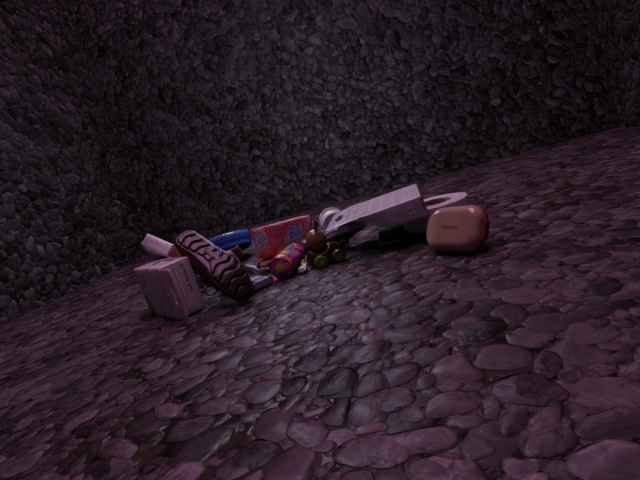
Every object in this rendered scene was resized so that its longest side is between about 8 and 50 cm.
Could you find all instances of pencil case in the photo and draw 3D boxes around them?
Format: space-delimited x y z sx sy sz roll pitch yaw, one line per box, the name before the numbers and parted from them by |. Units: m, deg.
pencil case | -0.134 0.084 1.833 0.104 0.105 0.236 -13 10 18

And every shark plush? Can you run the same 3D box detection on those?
shark plush | -0.259 0.125 1.890 0.161 0.067 0.073 -7 13 42

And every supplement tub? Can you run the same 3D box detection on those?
supplement tub | 0.067 -0.093 2.319 0.144 0.145 0.200 -17 10 -1

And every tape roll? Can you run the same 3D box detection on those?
tape roll | 0.491 -0.119 1.915 0.285 0.100 0.286 -16 11 3

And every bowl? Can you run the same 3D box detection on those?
bowl | -0.559 0.052 2.469 0.390 0.077 0.391 -23 -5 -2

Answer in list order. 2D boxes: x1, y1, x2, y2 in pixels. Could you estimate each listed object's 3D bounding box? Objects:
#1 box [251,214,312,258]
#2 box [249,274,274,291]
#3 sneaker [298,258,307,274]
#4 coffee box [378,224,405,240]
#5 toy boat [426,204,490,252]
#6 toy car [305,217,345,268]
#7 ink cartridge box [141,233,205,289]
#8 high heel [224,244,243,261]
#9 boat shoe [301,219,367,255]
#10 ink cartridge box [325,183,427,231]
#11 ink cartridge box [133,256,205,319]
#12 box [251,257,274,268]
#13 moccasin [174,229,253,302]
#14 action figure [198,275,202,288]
box | -0.178 -0.021 2.224 0.142 0.154 0.299 -10 5 38
box | -0.300 0.175 1.775 0.136 0.037 0.225 -24 14 -36
sneaker | -0.066 0.111 1.773 0.031 0.035 0.083 6 37 11
coffee box | 0.313 -0.048 1.978 0.113 0.041 0.184 -14 11 14
toy boat | 0.460 -0.029 1.461 0.151 0.151 0.231 13 -7 -33
toy car | 0.000 0.000 1.801 0.148 0.189 0.155 -19 11 -14
ink cartridge box | -0.599 0.094 1.889 0.238 0.060 0.275 22 -24 7
high heel | -0.470 0.128 2.173 0.181 0.127 0.377 -33 8 2
boat shoe | 0.073 -0.006 1.963 0.306 0.105 0.113 -24 15 -15
ink cartridge box | 0.228 -0.105 1.818 0.384 0.091 0.308 -20 12 14
ink cartridge box | -0.556 0.176 1.691 0.119 0.207 0.353 -26 14 -38
box | -0.220 0.096 2.115 0.201 0.021 0.164 -12 11 27
moccasin | -0.395 0.113 1.666 0.379 0.147 0.139 29 52 22
action figure | -0.586 0.144 2.141 0.091 0.139 0.280 -19 8 -20
